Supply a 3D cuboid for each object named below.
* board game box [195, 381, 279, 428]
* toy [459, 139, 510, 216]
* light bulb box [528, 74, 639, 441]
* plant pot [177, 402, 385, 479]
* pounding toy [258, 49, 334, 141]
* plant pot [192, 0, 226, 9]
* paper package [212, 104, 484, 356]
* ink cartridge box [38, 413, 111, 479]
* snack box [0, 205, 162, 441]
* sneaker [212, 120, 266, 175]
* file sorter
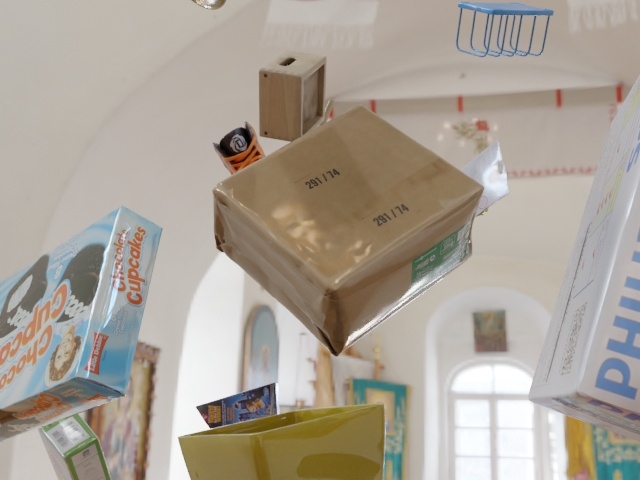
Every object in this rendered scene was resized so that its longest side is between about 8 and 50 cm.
[{"bbox_3d":[-0.195,0.439,1.877,0.194,0.194,0.060,-3,-10,4],"label":"board game box"},{"bbox_3d":[0.320,-0.090,1.678,0.056,0.136,0.237,19,-39,-32],"label":"toy"},{"bbox_3d":[0.359,0.014,0.718,0.225,0.357,0.361,17,-8,12],"label":"light bulb box"},{"bbox_3d":[-0.040,0.333,1.057,0.212,0.187,0.212,-4,-11,-38],"label":"plant pot"},{"bbox_3d":[-0.046,-0.243,1.481,0.094,0.206,0.181,12,33,17],"label":"pounding toy"},{"bbox_3d":[-0.212,-0.480,1.251,0.032,0.236,0.236,-39,1,-22],"label":"plant pot"},{"bbox_3d":[0.044,-0.028,1.279,0.325,0.309,0.168,-33,-35,-26],"label":"paper package"},{"bbox_3d":[-0.396,0.380,1.307,0.062,0.209,0.109,-29,42,-30],"label":"ink cartridge box"},{"bbox_3d":[-0.300,0.105,0.845,0.322,0.187,0.060,-25,-43,37],"label":"snack box"},{"bbox_3d":[-0.141,-0.132,1.593,0.125,0.180,0.321,-32,25,-9],"label":"sneaker"},{"bbox_3d":[0.397,-0.460,1.727,0.170,0.104,0.118,-9,27,-28],"label":"file sorter"}]
